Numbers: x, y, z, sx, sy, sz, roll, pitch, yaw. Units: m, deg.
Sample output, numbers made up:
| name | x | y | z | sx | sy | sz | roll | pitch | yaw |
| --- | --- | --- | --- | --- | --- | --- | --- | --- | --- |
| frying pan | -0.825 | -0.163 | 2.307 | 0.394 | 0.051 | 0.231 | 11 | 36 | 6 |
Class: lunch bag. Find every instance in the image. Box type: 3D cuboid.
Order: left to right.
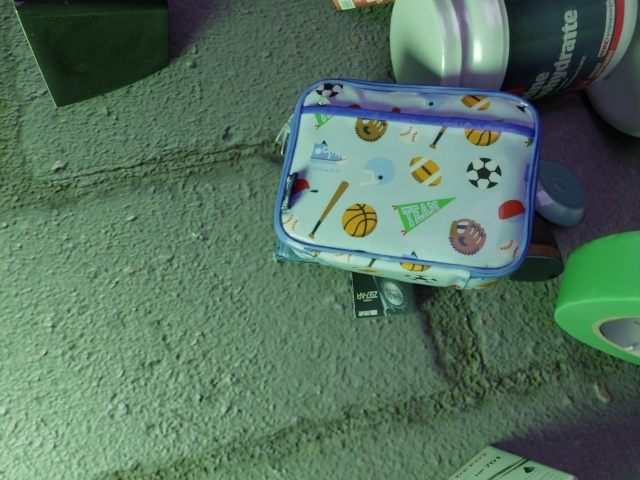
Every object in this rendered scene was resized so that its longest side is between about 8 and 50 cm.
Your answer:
| name | x | y | z | sx | sy | sz | roll | pitch | yaw |
| --- | --- | --- | --- | --- | --- | --- | --- | --- | --- |
| lunch bag | 0.093 | -0.078 | 0.545 | 0.303 | 0.115 | 0.243 | 10 | 79 | 11 |

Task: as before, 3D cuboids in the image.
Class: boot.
| name | x | y | z | sx | sy | sz | roll | pitch | yaw |
| --- | --- | --- | --- | --- | --- | --- | --- | --- | --- |
| boot | 0.216 | -0.012 | 0.631 | 0.219 | 0.082 | 0.106 | 11 | 53 | 2 |

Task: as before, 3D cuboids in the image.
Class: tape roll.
| name | x | y | z | sx | sy | sz | roll | pitch | yaw |
| --- | --- | --- | --- | --- | --- | --- | --- | --- | --- |
| tape roll | 0.432 | 0.090 | 0.482 | 0.321 | 0.321 | 0.077 | 21 | 76 | 0 |

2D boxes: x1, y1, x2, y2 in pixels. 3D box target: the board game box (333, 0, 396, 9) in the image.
| name | x | y | z | sx | sy | sz | roll | pitch | yaw |
| --- | --- | --- | --- | --- | --- | --- | --- | --- | --- |
| board game box | 0.132 | -0.487 | 0.714 | 0.145 | 0.027 | 0.281 | 13 | 72 | 34 |

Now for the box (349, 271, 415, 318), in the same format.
| name | x | y | z | sx | sy | sz | roll | pitch | yaw |
| --- | --- | --- | --- | --- | --- | --- | --- | --- | --- |
| box | 0.082 | 0.067 | 0.606 | 0.083 | 0.018 | 0.067 | -4 | 90 | -6 |

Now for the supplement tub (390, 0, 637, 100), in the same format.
| name | x | y | z | sx | sy | sz | roll | pitch | yaw |
| --- | --- | --- | --- | --- | --- | --- | --- | --- | --- |
| supplement tub | 0.254 | -0.284 | 0.628 | 0.272 | 0.191 | 0.191 | -15 | 78 | -8 |

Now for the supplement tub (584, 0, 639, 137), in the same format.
| name | x | y | z | sx | sy | sz | roll | pitch | yaw |
| --- | --- | --- | --- | --- | --- | --- | --- | --- | --- |
| supplement tub | 0.581 | -0.293 | 0.638 | 0.324 | 0.235 | 0.236 | -16 | 78 | -9 |

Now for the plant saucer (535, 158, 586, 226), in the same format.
| name | x | y | z | sx | sy | sz | roll | pitch | yaw |
| --- | --- | --- | --- | --- | --- | --- | --- | --- | --- |
| plant saucer | 0.336 | -0.075 | 0.647 | 0.119 | 0.021 | 0.119 | 12 | 55 | -17 |

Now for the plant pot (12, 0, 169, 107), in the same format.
| name | x | y | z | sx | sy | sz | roll | pitch | yaw |
| --- | --- | --- | --- | --- | --- | --- | --- | --- | --- |
| plant pot | -0.297 | -0.316 | 0.599 | 0.166 | 0.188 | 0.188 | -14 | 77 | -20 |

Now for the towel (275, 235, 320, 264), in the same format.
| name | x | y | z | sx | sy | sz | roll | pitch | yaw |
| --- | --- | --- | --- | --- | --- | --- | --- | --- | --- |
| towel | 0.000 | 0.000 | 0.618 | 0.119 | 0.029 | 0.067 | 6 | 76 | -3 |

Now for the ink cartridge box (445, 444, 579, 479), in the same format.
| name | x | y | z | sx | sy | sz | roll | pitch | yaw |
| --- | --- | --- | --- | --- | --- | --- | --- | --- | --- |
| ink cartridge box | 0.189 | 0.303 | 0.475 | 0.139 | 0.191 | 0.082 | -32 | 80 | -12 |
